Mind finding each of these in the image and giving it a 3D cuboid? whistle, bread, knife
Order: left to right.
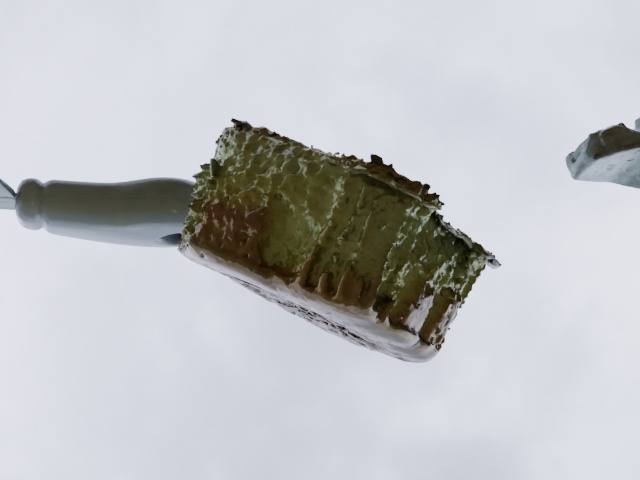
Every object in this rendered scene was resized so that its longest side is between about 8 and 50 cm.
[{"bbox_3d":[-0.238,-0.034,0.589,0.331,0.080,0.044,6,-108,-19],"label":"knife"},{"bbox_3d":[0.000,0.000,0.379,0.140,0.128,0.069,23,-97,34],"label":"bread"},{"bbox_3d":[0.310,-0.088,0.725,0.223,0.123,0.123,-6,-111,-19],"label":"whistle"}]
